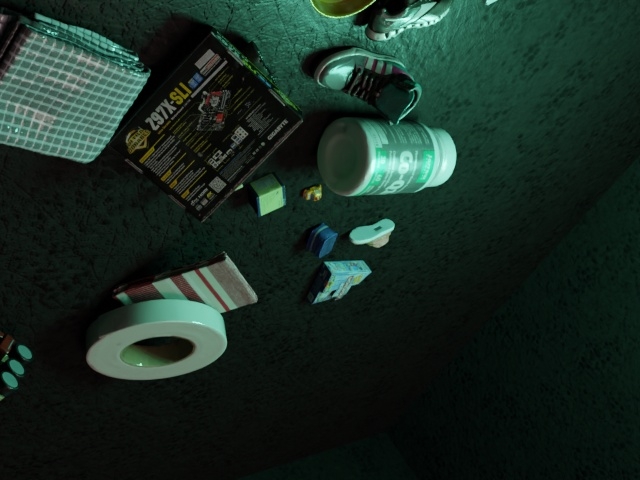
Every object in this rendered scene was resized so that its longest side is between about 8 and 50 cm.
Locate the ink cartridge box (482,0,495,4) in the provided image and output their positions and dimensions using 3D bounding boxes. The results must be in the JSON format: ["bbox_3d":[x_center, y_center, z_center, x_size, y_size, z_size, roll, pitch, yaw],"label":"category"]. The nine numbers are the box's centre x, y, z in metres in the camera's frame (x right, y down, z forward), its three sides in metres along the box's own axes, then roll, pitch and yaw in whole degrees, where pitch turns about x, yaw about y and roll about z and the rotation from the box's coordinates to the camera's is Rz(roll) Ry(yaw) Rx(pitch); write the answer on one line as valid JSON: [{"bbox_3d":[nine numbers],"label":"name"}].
[{"bbox_3d":[0.447,-0.654,1.826,0.151,0.063,0.109,-29,150,-11],"label":"ink cartridge box"}]

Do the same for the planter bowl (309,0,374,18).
[{"bbox_3d":[0.046,-0.562,1.513,0.217,0.090,0.217,-25,149,-16],"label":"planter bowl"}]

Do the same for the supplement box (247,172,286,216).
[{"bbox_3d":[-0.142,-0.121,1.994,0.083,0.056,0.083,-26,149,-17],"label":"supplement box"}]

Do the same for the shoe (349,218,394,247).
[{"bbox_3d":[0.162,-0.007,2.467,0.178,0.063,0.081,-21,143,-32],"label":"shoe"}]

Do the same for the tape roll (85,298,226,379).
[{"bbox_3d":[-0.458,0.283,2.115,0.392,0.072,0.392,-9,149,-5],"label":"tape roll"}]

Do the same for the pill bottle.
[{"bbox_3d":[0.186,-0.226,2.034,0.361,0.204,0.204,-7,140,-41],"label":"pill bottle"}]

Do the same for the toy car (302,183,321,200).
[{"bbox_3d":[-0.003,-0.156,2.104,0.060,0.040,0.122,-9,142,-39],"label":"toy car"}]

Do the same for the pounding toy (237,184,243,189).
[{"bbox_3d":[-0.267,-0.164,1.761,0.181,0.094,0.206,0,135,-45],"label":"pounding toy"}]

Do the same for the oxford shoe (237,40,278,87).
[{"bbox_3d":[-0.146,-0.339,1.664,0.096,0.082,0.227,-26,146,6],"label":"oxford shoe"}]

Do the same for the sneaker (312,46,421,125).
[{"bbox_3d":[0.132,-0.358,1.810,0.296,0.178,0.123,-7,140,-40],"label":"sneaker"}]

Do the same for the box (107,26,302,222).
[{"bbox_3d":[-0.235,-0.233,1.572,0.257,0.079,0.322,41,104,-17],"label":"box"}]

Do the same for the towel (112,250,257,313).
[{"bbox_3d":[-0.362,0.147,2.050,0.329,0.037,0.237,-17,143,7],"label":"towel"}]

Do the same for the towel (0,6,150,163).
[{"bbox_3d":[-0.479,-0.269,1.363,0.284,0.121,0.235,9,127,-52],"label":"towel"}]

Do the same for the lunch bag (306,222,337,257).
[{"bbox_3d":[0.000,0.000,2.311,0.067,0.065,0.098,-31,153,-41],"label":"lunch bag"}]

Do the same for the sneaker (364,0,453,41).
[{"bbox_3d":[0.210,-0.539,1.732,0.234,0.078,0.106,-25,152,-15],"label":"sneaker"}]

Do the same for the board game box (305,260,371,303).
[{"bbox_3d":[0.069,0.138,2.587,0.194,0.060,0.194,-12,143,-35],"label":"board game box"}]

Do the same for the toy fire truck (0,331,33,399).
[{"bbox_3d":[-0.833,0.276,1.764,0.158,0.217,0.246,-39,109,7],"label":"toy fire truck"}]
